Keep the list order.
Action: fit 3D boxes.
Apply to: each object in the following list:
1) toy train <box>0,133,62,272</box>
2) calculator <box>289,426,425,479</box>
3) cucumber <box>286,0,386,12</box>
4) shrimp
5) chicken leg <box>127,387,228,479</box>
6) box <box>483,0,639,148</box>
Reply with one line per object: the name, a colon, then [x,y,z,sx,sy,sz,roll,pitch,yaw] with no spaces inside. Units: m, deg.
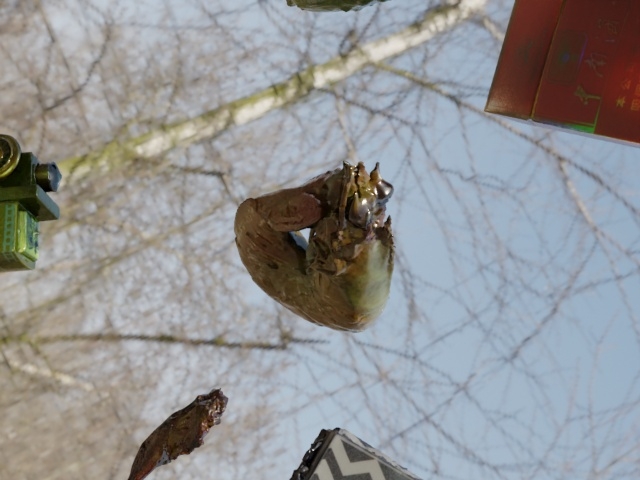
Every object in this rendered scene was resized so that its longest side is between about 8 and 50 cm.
toy train: [-0.372,-0.025,1.085,0.090,0.225,0.137,68,18,-68]
calculator: [0.005,0.312,0.931,0.165,0.274,0.028,31,2,9]
cucumber: [0.032,-0.352,1.407,0.244,0.134,0.134,-14,-78,47]
shrimp: [0.000,0.000,0.855,0.145,0.061,0.267,33,-22,4]
chicken leg: [-0.140,0.193,1.006,0.037,0.145,0.062,46,7,-24]
box: [0.218,-0.136,0.845,0.175,0.048,0.112,20,-82,47]
